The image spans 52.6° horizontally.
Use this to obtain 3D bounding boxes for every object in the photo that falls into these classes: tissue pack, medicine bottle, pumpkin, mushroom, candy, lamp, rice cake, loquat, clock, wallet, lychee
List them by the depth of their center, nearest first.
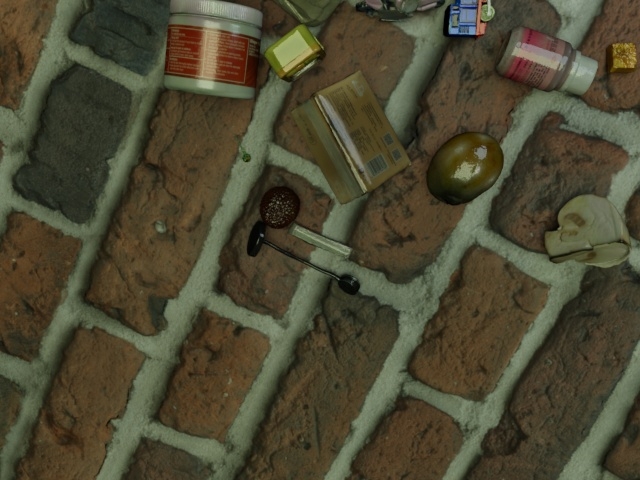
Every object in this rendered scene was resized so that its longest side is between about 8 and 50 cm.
[{"bbox_3d":[-0.064,-0.709,1.720,0.275,0.335,0.068,39,62,-10],"label":"wallet"},{"bbox_3d":[0.613,-0.482,1.762,0.247,0.147,0.147,19,102,1],"label":"medicine bottle"},{"bbox_3d":[-0.292,-0.517,1.771,0.252,0.252,0.241,9,103,3],"label":"medicine bottle"},{"bbox_3d":[-0.067,-0.509,1.780,0.143,0.202,0.096,-36,96,11],"label":"clock"},{"bbox_3d":[0.830,-0.500,1.786,0.074,0.054,0.083,1,80,1],"label":"pumpkin"},{"bbox_3d":[0.402,-0.202,1.822,0.227,0.179,0.179,-37,96,7],"label":"loquat"},{"bbox_3d":[0.066,-0.278,1.835,0.238,0.238,0.306,-28,98,9],"label":"tissue pack"},{"bbox_3d":[0.779,-0.022,1.861,0.162,0.173,0.236,27,149,-37],"label":"mushroom"},{"bbox_3d":[-0.121,-0.093,1.910,0.123,0.129,0.123,4,139,3],"label":"lychee"},{"bbox_3d":[-0.236,-0.271,1.937,0.023,0.025,0.083,-30,89,-18],"label":"candy"},{"bbox_3d":[-0.064,0.084,1.951,0.371,0.108,0.130,37,145,-8],"label":"lamp"},{"bbox_3d":[0.000,0.000,1.962,0.206,0.036,0.047,22,90,0],"label":"rice cake"}]

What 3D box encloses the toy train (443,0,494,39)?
[{"bbox_3d":[0.409,-0.658,1.774,0.131,0.083,0.204,3,101,6],"label":"toy train"}]

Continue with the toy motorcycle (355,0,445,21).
[{"bbox_3d":[0.215,-0.651,1.729,0.239,0.204,0.108,-18,89,5],"label":"toy motorcycle"}]
